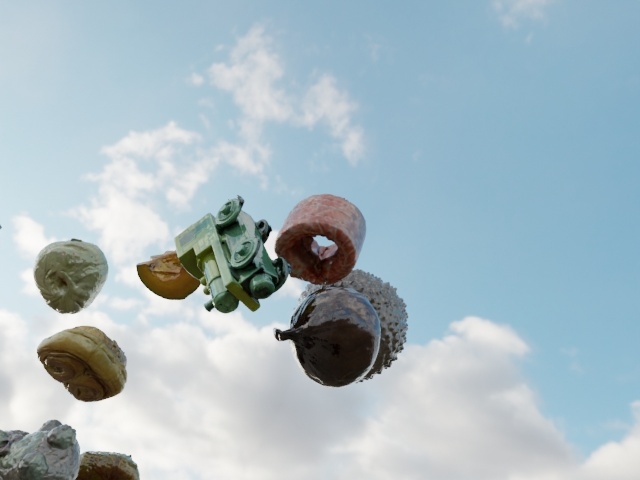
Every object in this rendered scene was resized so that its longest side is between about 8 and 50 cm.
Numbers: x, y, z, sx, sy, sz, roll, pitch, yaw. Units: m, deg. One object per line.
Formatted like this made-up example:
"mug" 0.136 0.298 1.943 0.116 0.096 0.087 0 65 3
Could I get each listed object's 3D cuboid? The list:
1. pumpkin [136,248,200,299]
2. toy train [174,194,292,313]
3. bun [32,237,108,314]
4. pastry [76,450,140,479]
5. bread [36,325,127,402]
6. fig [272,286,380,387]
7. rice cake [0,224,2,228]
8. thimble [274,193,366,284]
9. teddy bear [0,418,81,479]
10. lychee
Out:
"pumpkin" -0.439 0.101 2.041 0.254 0.130 0.149 -14 -81 -7
"toy train" -0.221 0.051 1.566 0.237 0.369 0.150 -38 -55 5
"bun" -0.786 0.110 2.025 0.244 0.244 0.153 19 5 -11
"pastry" -0.552 0.621 1.602 0.192 0.182 0.093 11 -7 -24
"bread" -0.620 0.324 1.696 0.198 0.120 0.236 -18 -58 23
"fig" 0.026 0.219 1.459 0.235 0.235 0.214 -19 -14 32
"rice cake" -0.972 -0.065 1.705 0.211 0.124 0.038 38 -50 0
"thimble" 0.000 0.000 1.768 0.239 0.162 0.239 7 -51 9
"teddy bear" -0.641 0.474 1.375 0.267 0.236 0.151 3 -66 24
"lychee" 0.092 0.266 2.051 0.380 0.432 0.380 7 -77 33
